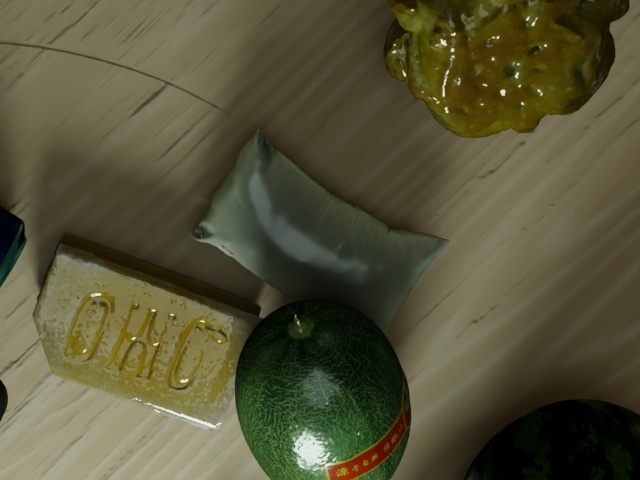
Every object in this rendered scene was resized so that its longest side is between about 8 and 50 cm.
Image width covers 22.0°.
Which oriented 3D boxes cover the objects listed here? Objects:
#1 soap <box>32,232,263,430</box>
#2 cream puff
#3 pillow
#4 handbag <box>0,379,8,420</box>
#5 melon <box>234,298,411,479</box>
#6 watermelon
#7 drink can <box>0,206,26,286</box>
[{"bbox_3d":[-0.191,0.098,1.748,0.232,0.073,0.140,21,98,-10],"label":"soap"},{"bbox_3d":[0.179,-0.215,1.632,0.244,0.196,0.244,-33,146,-26],"label":"cream puff"},{"bbox_3d":[0.001,0.000,1.736,0.254,0.078,0.144,31,103,-14],"label":"pillow"},{"bbox_3d":[-0.450,0.236,1.730,0.191,0.075,0.332,21,117,0],"label":"handbag"},{"bbox_3d":[0.002,0.165,1.705,0.182,0.182,0.288,-19,141,0],"label":"melon"},{"bbox_3d":[0.283,0.299,1.768,0.269,0.269,0.269,-2,106,-6],"label":"watermelon"},{"bbox_3d":[-0.407,-0.018,1.669,0.205,0.118,0.118,33,100,-15],"label":"drink can"}]
